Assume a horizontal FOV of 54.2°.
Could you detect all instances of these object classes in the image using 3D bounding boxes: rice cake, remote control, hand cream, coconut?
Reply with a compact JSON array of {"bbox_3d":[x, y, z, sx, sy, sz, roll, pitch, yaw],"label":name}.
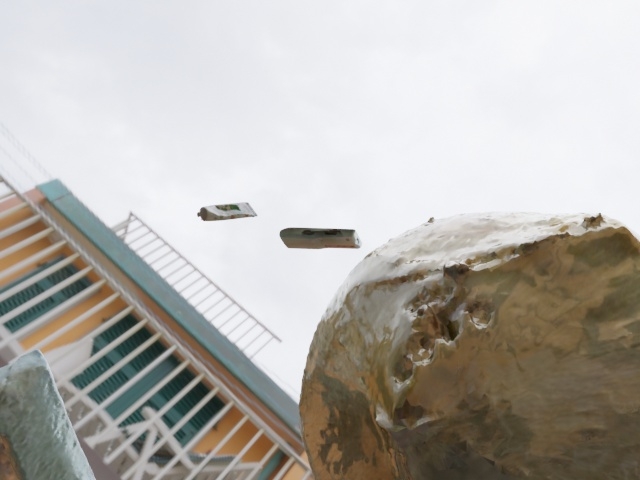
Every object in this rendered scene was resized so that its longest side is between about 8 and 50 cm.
[{"bbox_3d":[-0.282,0.217,0.637,0.063,0.069,0.206,1,-71,49],"label":"rice cake"},{"bbox_3d":[0.000,0.000,1.298,0.166,0.029,0.065,2,-30,22],"label":"remote control"},{"bbox_3d":[-0.236,-0.072,1.574,0.057,0.165,0.037,53,-47,29],"label":"hand cream"},{"bbox_3d":[0.160,0.142,0.490,0.346,0.360,0.346,-6,-102,28],"label":"coconut"}]
